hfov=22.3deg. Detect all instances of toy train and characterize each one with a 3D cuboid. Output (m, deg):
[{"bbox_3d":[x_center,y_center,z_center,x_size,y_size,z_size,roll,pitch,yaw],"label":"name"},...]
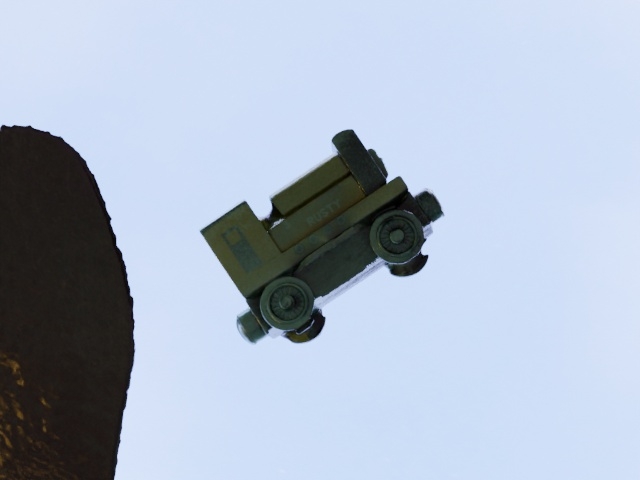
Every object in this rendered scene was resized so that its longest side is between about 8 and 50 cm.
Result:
[{"bbox_3d":[0.000,0.000,0.826,0.122,0.050,0.081,-35,-100,-2],"label":"toy train"}]

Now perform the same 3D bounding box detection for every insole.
[{"bbox_3d":[-0.161,0.082,0.965,0.111,0.007,0.328,12,-60,16],"label":"insole"}]
